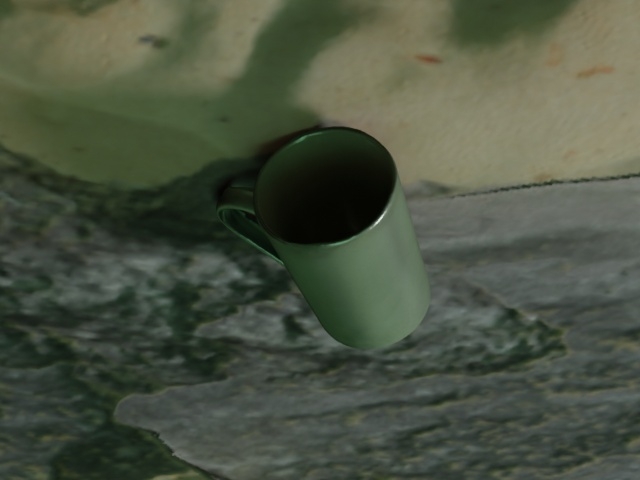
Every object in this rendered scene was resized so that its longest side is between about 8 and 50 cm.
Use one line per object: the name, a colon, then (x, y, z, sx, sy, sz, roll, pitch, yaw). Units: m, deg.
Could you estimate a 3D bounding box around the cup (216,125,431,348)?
cup: (0.002, 0.004, 0.732, 0.075, 0.054, 0.083, -15, 144, 7)
